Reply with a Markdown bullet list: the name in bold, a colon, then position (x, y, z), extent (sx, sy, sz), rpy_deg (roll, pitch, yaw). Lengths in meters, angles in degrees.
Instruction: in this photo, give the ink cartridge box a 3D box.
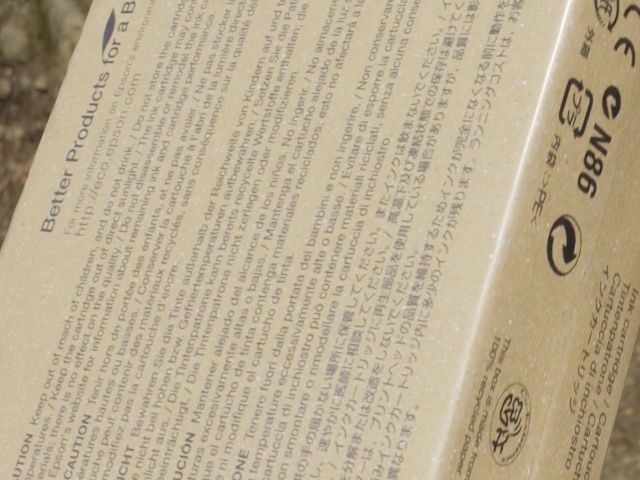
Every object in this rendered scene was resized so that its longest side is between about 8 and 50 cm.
- **ink cartridge box**: position (0.000, 0.000, 0.565), extent (0.088, 0.193, 0.234), rpy_deg (34, 69, -47)
